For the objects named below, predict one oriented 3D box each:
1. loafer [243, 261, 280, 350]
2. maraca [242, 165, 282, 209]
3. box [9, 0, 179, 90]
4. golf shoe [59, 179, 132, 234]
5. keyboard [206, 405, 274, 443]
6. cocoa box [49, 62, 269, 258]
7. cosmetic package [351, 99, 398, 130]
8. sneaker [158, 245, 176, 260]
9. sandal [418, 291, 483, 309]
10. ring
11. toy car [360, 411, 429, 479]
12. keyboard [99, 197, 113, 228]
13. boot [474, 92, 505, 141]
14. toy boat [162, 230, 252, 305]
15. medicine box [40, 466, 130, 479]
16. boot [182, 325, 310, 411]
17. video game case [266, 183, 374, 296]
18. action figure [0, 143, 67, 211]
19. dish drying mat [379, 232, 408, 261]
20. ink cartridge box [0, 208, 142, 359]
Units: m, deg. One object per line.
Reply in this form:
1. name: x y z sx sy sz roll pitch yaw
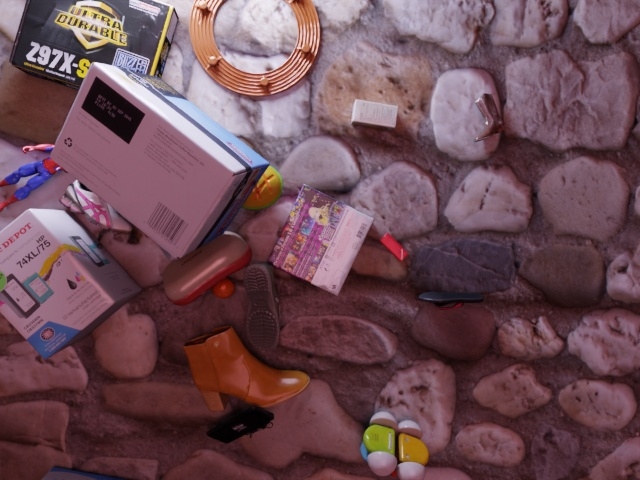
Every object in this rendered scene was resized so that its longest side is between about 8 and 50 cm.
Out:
1. loafer: -0.140 0.167 1.116 0.094 0.087 0.251 5 110 11
2. maraca: -0.188 -0.141 1.094 0.186 0.099 0.127 6 72 3
3. box: -0.543 -0.489 1.055 0.322 0.079 0.257 17 93 -6
4. golf shoe: -0.547 -0.083 1.076 0.186 0.067 0.086 33 88 -6
5. keyboard: -0.201 0.473 1.123 0.192 0.038 0.100 -35 121 25
6. cocoa box: -0.333 -0.174 0.944 0.347 0.228 0.231 38 108 0
7. cosmetic package: 0.142 -0.331 1.145 0.115 0.041 0.060 9 92 -6
8. sneaker: -0.394 -0.067 1.079 0.091 0.094 0.258 -26 77 -36
9. sandal: 0.357 0.168 1.178 0.179 0.067 0.040 2 104 -8
10. ring: -0.166 -0.543 1.111 0.337 0.032 0.336 0 93 -5
11. toy car: 0.188 0.564 1.152 0.182 0.159 0.136 21 127 -6
12. keyboard: -0.507 -0.118 0.995 0.014 0.256 0.072 -22 132 -21
13. boot: 0.441 -0.336 1.176 0.106 0.037 0.114 -28 98 -17
14. toy boat: -0.269 0.088 1.091 0.231 0.151 0.151 -36 126 -2
15. medicine box: -0.574 0.691 0.995 0.263 0.289 0.149 14 93 -6
16. boot: -0.189 0.314 1.101 0.295 0.104 0.211 -13 104 3
17. video game case: 0.000 0.000 1.145 0.210 0.042 0.232 25 90 -6
18. action figure: -0.685 -0.166 1.029 0.280 0.139 0.091 -30 96 -6
19. dish drying mat: 0.202 0.018 1.183 0.083 0.008 0.032 45 89 -6
20. ink cartridge box: -0.611 0.090 1.011 0.198 0.197 0.270 -41 95 -3
